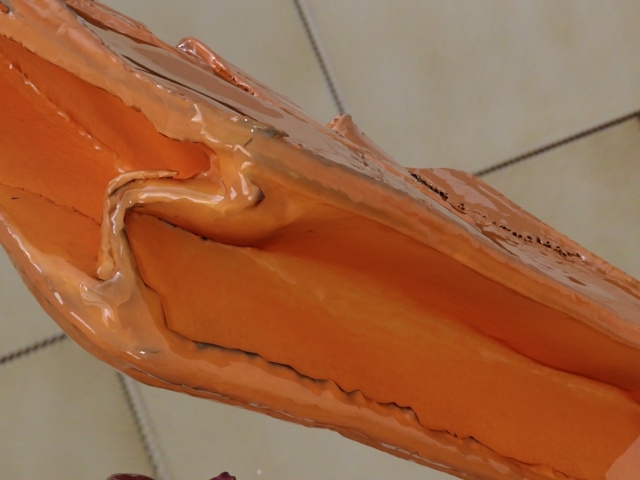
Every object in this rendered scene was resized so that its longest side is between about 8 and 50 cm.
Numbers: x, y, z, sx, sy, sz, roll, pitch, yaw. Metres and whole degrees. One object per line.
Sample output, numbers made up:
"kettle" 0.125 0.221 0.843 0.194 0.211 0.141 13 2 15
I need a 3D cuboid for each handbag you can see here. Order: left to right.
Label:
"handbag" 0.000 0.000 0.878 0.303 0.410 0.116 38 100 47

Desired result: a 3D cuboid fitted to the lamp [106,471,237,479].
"lamp" -0.127 0.169 0.686 0.118 0.253 0.118 11 108 36
